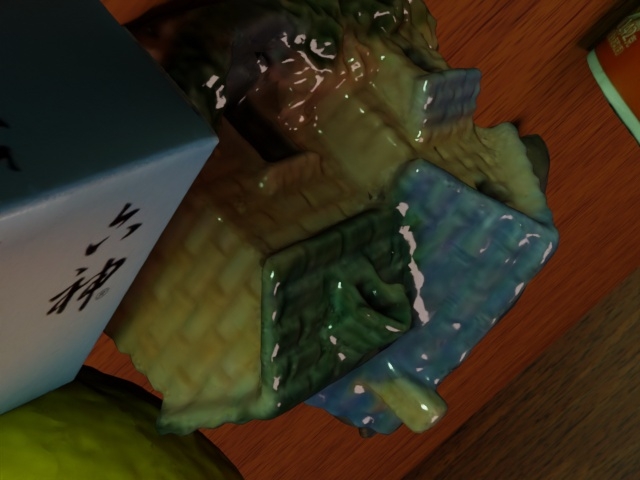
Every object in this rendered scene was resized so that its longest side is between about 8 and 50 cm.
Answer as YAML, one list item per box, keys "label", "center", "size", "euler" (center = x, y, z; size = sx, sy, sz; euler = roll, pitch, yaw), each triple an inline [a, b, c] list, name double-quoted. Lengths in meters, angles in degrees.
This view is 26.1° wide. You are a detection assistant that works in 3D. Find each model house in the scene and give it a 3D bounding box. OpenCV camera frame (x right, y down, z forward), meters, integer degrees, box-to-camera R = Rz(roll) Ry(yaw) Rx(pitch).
- label: "model house"
  center: [0.000, 0.000, 0.584]
  size: [0.183, 0.172, 0.166]
  euler: [-20, 156, -52]

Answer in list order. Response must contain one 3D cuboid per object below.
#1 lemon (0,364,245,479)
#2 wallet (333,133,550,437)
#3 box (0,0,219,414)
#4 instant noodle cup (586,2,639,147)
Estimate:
- label: "lemon"
  center: [-0.134, 0.171, 0.586]
  size: [0.260, 0.260, 0.284]
  euler: [-34, -178, -23]
- label: "wallet"
  center: [0.094, 0.055, 1.162]
  size: [0.252, 0.083, 0.360]
  euler: [-45, 164, -7]
- label: "box"
  center: [-0.156, 0.015, 0.414]
  size: [0.232, 0.083, 0.142]
  euler: [-23, 156, -46]
- label: "instant noodle cup"
  center: [0.374, -0.146, 0.964]
  size: [0.308, 0.294, 0.294]
  euler: [-40, 167, 23]
